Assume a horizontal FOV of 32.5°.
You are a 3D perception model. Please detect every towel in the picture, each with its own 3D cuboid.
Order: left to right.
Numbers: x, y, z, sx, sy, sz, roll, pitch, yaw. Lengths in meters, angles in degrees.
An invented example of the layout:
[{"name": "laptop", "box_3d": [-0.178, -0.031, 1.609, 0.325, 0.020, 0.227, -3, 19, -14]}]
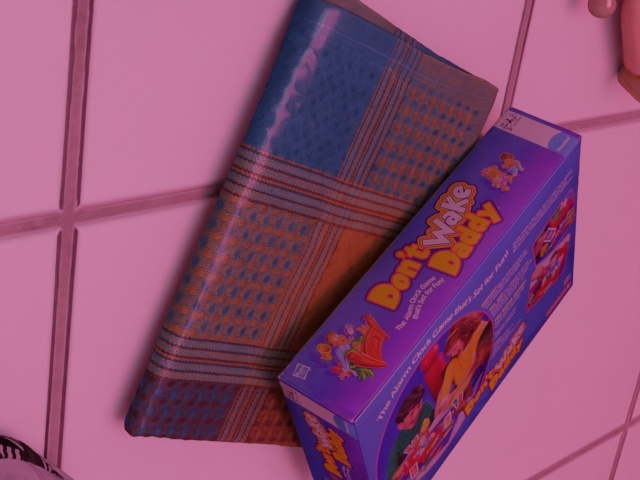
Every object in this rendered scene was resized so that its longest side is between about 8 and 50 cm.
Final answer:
[{"name": "towel", "box_3d": [0.000, 0.000, 0.917, 0.271, 0.040, 0.370, 19, 98, -52]}]

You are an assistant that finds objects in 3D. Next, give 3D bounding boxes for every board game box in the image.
[{"name": "board game box", "box_3d": [0.116, 0.077, 1.013, 0.347, 0.078, 0.233, -48, 149, -25]}]

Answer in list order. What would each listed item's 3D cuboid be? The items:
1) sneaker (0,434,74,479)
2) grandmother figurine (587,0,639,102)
[{"name": "sneaker", "box_3d": [-0.234, 0.201, 0.623, 0.366, 0.210, 0.137, 26, 92, -52]}, {"name": "grandmother figurine", "box_3d": [0.338, -0.303, 1.079, 0.208, 0.104, 0.342, -56, 145, -23]}]
